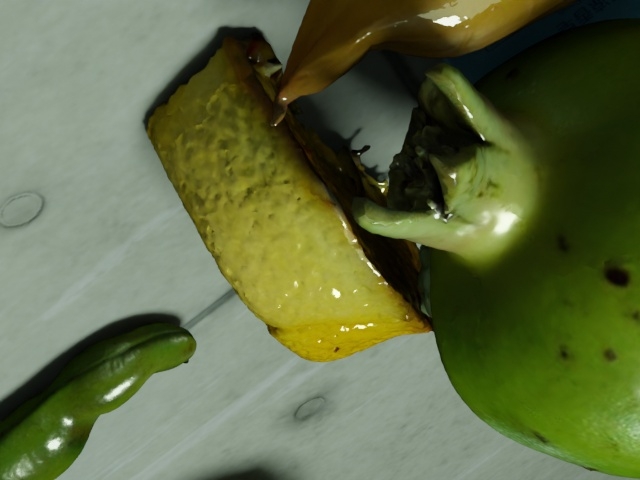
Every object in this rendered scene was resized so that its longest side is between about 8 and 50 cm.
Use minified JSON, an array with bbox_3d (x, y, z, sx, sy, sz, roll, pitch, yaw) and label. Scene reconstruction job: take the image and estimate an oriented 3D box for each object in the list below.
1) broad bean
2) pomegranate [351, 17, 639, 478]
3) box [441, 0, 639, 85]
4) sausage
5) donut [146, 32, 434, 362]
[{"bbox_3d":[-0.175,0.122,1.023,0.214,0.048,0.070,-35,150,-5],"label":"broad bean"},{"bbox_3d":[0.154,-0.004,0.838,0.341,0.260,0.260,16,124,-42],"label":"pomegranate"},{"bbox_3d":[0.207,-0.128,1.008,0.232,0.083,0.142,-37,150,2],"label":"box"},{"bbox_3d":[0.101,-0.165,0.820,0.328,0.112,0.112,-31,150,-7],"label":"sausage"},{"bbox_3d":[0.000,0.002,0.920,0.101,0.152,0.259,-30,149,7],"label":"donut"}]
